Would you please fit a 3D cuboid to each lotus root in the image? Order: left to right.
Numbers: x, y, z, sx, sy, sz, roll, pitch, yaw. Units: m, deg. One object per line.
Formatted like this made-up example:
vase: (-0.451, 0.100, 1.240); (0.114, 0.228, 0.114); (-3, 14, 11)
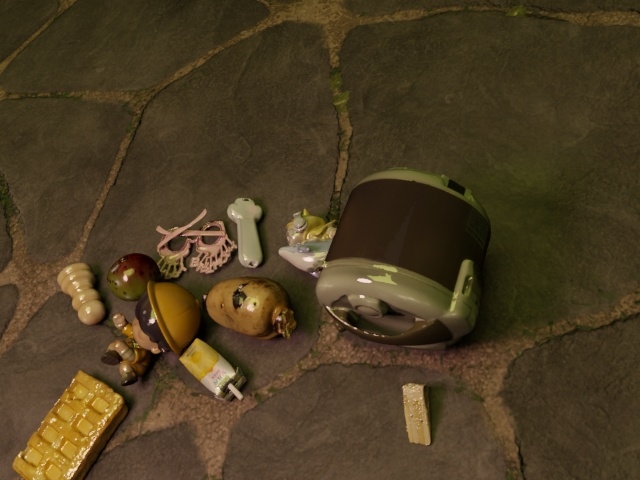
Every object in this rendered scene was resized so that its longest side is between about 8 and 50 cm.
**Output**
lotus root: (-0.161, 0.150, 1.503); (0.256, 0.154, 0.140); (9, 69, 29)

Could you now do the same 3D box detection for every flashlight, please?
flashlight: (-0.187, -0.017, 1.672); (0.093, 0.047, 0.201); (3, 58, -24)

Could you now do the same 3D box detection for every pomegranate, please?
pomegranate: (-0.448, 0.101, 1.627); (0.129, 0.159, 0.130); (-32, 40, 31)

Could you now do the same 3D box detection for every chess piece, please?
chess piece: (-0.621, 0.151, 1.719); (0.094, 0.094, 0.170); (-34, 62, -2)

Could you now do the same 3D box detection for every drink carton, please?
drink carton: (-0.227, 0.307, 1.478); (0.200, 0.074, 0.084); (34, 76, 32)

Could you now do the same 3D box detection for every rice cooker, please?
rice cooker: (0.173, 0.059, 1.335); (0.335, 0.335, 0.326); (9, 63, 24)

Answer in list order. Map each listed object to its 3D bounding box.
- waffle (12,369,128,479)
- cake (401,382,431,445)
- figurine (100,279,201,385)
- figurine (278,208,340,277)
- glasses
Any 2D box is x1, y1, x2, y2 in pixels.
waffle: (-0.579, 0.457, 1.524); (0.167, 0.057, 0.274); (21, 69, 29)
cake: (0.193, 0.348, 1.313); (0.051, 0.065, 0.121); (-7, 65, 19)
figurine: (-0.394, 0.213, 1.549); (0.257, 0.167, 0.192); (-45, 56, 19)
figurine: (0.000, 0.000, 1.561); (0.208, 0.128, 0.184); (-19, 52, -2)
glasses: (-0.339, 0.015, 1.691); (0.255, 0.095, 0.162); (-12, 65, 16)
